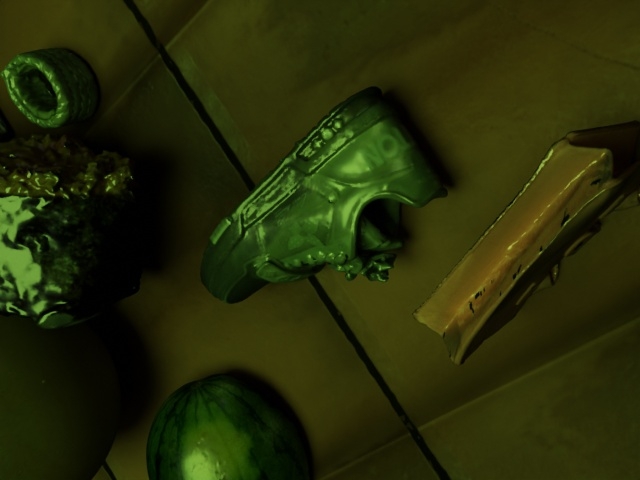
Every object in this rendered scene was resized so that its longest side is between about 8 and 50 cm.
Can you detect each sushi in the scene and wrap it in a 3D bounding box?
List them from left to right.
[{"bbox_3d":[-0.366,-0.032,1.006,0.348,0.234,0.207,8,109,6],"label":"sushi"}]

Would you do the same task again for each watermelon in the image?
[{"bbox_3d":[-0.121,0.280,1.016,0.204,0.127,0.232,3,112,25],"label":"watermelon"}]

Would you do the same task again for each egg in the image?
[{"bbox_3d":[-0.428,0.210,1.078,0.374,0.301,0.301,-13,99,28],"label":"egg"}]

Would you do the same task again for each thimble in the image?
[{"bbox_3d":[-0.321,-0.182,1.020,0.110,0.062,0.084,30,122,21],"label":"thimble"}]

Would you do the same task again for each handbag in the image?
[{"bbox_3d":[0.181,0.001,0.702,0.059,0.157,0.212,48,125,19],"label":"handbag"}]

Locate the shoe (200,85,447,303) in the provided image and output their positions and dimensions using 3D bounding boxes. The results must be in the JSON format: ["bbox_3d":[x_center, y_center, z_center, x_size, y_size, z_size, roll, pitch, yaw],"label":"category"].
[{"bbox_3d":[0.002,0.000,0.844,0.149,0.109,0.293,50,121,15],"label":"shoe"}]

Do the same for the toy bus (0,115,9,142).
[{"bbox_3d":[-0.524,-0.222,1.123,0.112,0.090,0.274,-36,84,42],"label":"toy bus"}]
